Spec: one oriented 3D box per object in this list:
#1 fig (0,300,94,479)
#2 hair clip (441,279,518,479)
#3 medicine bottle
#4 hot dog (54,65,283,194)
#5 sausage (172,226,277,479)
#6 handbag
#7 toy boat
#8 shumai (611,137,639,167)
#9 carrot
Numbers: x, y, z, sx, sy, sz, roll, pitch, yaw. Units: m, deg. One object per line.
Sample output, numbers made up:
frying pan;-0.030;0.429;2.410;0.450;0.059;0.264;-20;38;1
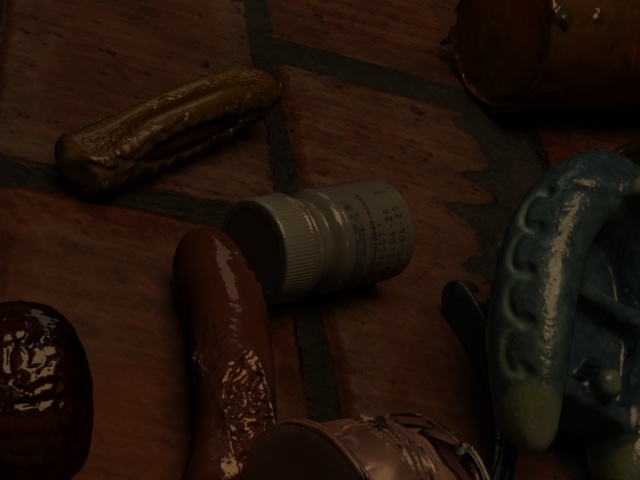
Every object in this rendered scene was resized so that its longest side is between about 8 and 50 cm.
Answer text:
fig;-0.270;0.117;1.035;0.201;0.134;0.146;-3;36;-23
hair clip;0.163;0.146;1.333;0.083;0.048;0.275;20;38;-17
medicine bottle;0.000;0.000;1.358;0.168;0.105;0.105;-10;50;-40
hot dog;-0.146;-0.112;1.435;0.083;0.068;0.289;21;34;32
sausage;-0.079;0.109;1.193;0.079;0.087;0.326;48;21;-37
handbag;0.037;0.222;1.045;0.116;0.179;0.205;-8;92;-41
toy boat;0.267;0.063;1.327;0.215;0.123;0.330;30;57;-25
shumai;0.414;0.019;1.592;0.346;0.217;0.283;-33;98;-35
carrot;0.351;-0.275;1.812;0.340;0.224;0.224;-6;47;-32
